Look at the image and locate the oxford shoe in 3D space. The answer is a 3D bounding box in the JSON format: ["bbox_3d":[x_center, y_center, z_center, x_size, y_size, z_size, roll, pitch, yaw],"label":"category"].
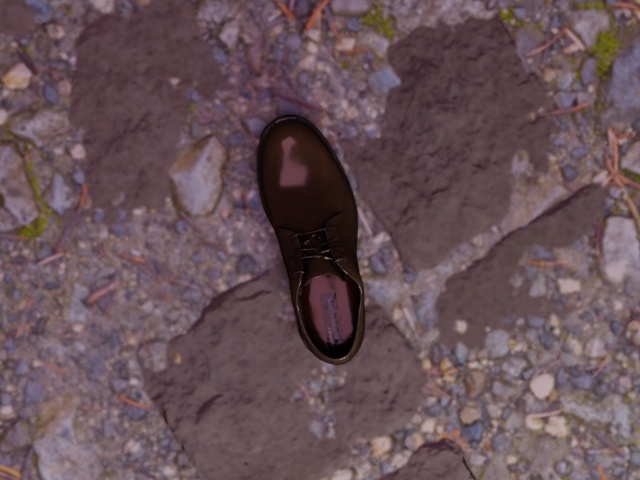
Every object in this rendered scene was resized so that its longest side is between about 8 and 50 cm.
[{"bbox_3d":[0.000,0.000,1.334,0.083,0.096,0.227,-16,97,-1],"label":"oxford shoe"}]
